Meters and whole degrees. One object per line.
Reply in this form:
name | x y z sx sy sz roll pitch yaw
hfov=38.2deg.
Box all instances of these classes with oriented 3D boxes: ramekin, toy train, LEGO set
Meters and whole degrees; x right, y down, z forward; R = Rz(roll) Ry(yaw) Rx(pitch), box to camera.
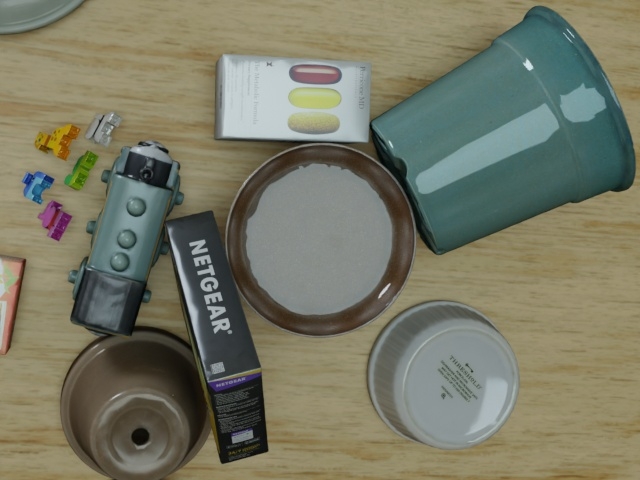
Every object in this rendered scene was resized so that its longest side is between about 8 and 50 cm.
ramekin | 0.227 0.247 1.646 0.272 0.127 0.273 -1 95 -11
toy train | -0.309 0.001 1.480 0.142 0.190 0.334 18 91 -13
LEGO set | -0.427 -0.127 1.507 0.087 0.093 0.227 32 82 -44

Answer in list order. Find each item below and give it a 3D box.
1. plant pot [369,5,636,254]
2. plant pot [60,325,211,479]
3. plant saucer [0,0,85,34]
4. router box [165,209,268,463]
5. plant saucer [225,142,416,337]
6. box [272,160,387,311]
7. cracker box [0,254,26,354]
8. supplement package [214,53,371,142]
plant pot | 0.282 -0.159 1.540 0.334 0.341 0.341 -27 100 0
plant pot | -0.293 0.287 1.490 0.263 0.229 0.263 -1 96 -11
plant saucer | -0.515 -0.526 1.429 0.400 0.100 0.401 0 91 -12
router box | -0.159 0.148 1.425 0.081 0.309 0.243 -13 140 -11
plant saucer | 0.000 0.000 1.488 0.310 0.050 0.311 -1 94 -10
box | 0.014 -0.010 1.580 0.148 0.127 0.232 21 90 -13
cracker box | -0.607 0.087 1.488 0.232 0.067 0.156 11 92 -13
supplement package | -0.049 -0.232 1.544 0.244 0.134 0.139 0 95 -12
